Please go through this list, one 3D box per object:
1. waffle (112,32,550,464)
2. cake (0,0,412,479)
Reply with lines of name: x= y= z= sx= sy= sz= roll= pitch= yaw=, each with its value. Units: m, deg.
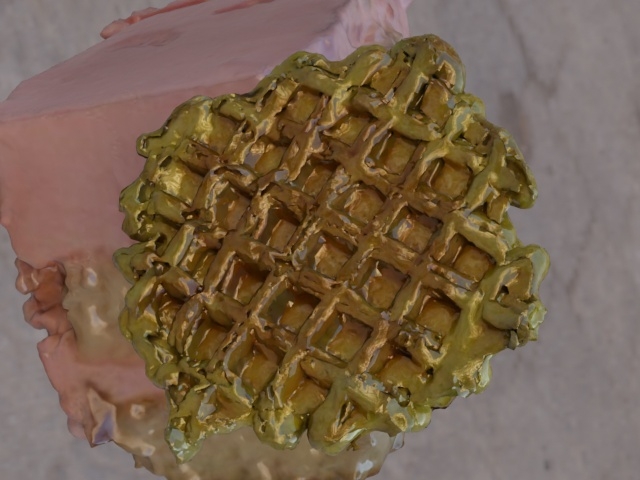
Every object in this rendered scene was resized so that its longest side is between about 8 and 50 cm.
waffle: x=0.001 y=0.001 z=0.956 sx=0.052 sy=0.245 sz=0.254 roll=52 pitch=20 yaw=-59
cake: x=-0.059 y=-0.015 z=1.278 sx=0.314 sy=0.293 sz=0.306 roll=-62 pitch=142 yaw=-62
